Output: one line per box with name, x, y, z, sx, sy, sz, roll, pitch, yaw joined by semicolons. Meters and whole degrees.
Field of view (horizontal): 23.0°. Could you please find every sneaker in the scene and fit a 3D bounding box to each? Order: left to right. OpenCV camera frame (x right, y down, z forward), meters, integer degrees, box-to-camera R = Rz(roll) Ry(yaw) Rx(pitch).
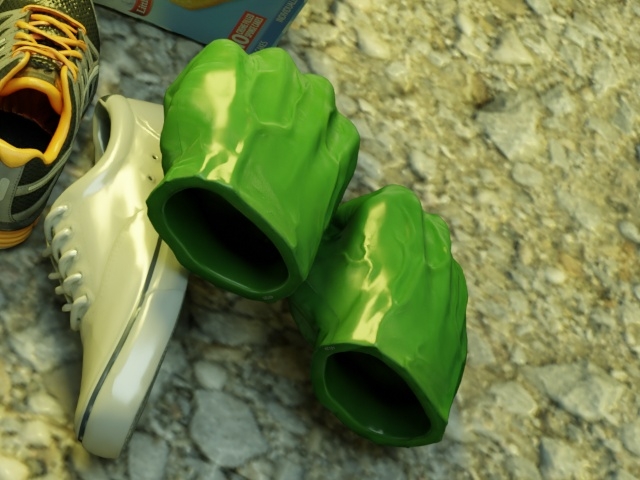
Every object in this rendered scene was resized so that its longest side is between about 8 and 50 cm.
sneaker;-0.179;-0.099;0.995;0.084;0.083;0.215;16;55;-17
sneaker;-0.128;0.016;0.960;0.091;0.094;0.258;15;47;-8

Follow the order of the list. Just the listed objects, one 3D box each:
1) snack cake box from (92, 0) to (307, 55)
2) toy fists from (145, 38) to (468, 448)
snack cake box;-0.052;-0.243;1.028;0.152;0.264;0.089;17;56;-18
toy fists;0.000;0.000;0.969;0.279;0.096;0.142;47;43;-28
